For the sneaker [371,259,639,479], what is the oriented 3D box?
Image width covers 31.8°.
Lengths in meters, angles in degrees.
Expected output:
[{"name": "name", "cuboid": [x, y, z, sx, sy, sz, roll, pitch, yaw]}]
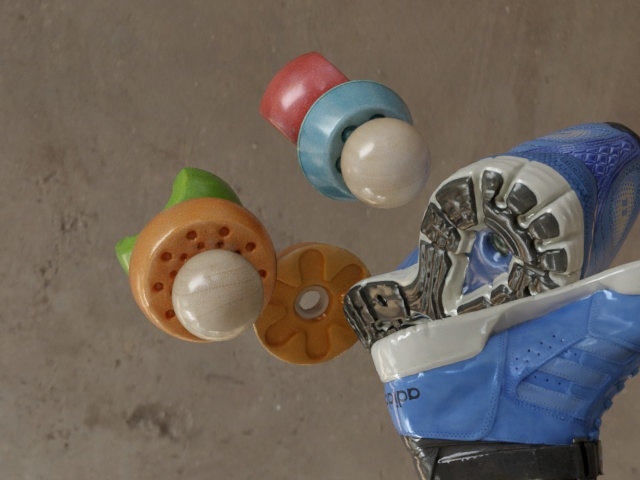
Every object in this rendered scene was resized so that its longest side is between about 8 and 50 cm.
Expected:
[{"name": "sneaker", "cuboid": [0.103, 0.059, 0.440, 0.152, 0.058, 0.085, -15, 82, -10]}]

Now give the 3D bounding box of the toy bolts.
[{"name": "toy bolts", "cuboid": [0.000, 0.000, 0.796, 0.218, 0.158, 0.228, 36, 94, -27]}]

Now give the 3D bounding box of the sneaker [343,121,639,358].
[{"name": "sneaker", "cuboid": [0.124, 0.028, 0.768, 0.130, 0.147, 0.330, 55, 152, 10]}]
